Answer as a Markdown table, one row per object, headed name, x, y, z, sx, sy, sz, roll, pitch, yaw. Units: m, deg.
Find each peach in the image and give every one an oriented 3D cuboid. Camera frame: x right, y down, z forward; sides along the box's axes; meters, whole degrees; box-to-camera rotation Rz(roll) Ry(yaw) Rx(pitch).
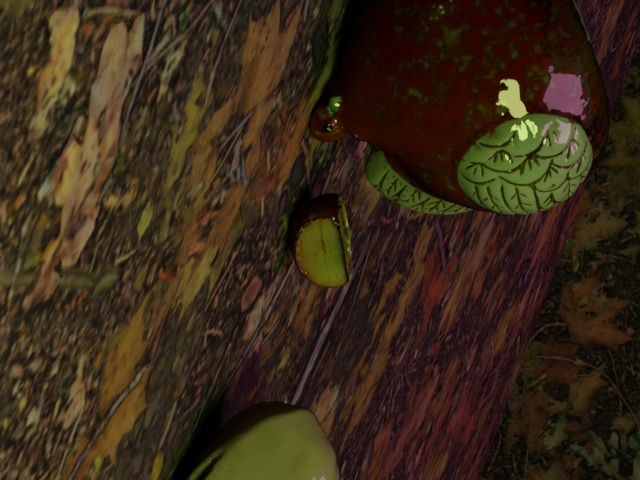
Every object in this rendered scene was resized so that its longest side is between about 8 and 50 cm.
| name | x | y | z | sx | sy | sz | roll | pitch | yaw |
| --- | --- | --- | --- | --- | --- | --- | --- | --- | --- |
| peach | 0.000 | 0.000 | 1.391 | 0.083 | 0.050 | 0.077 | 49 | 40 | -85 |

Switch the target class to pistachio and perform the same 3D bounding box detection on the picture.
| name | x | y | z | sx | sy | sz | roll | pitch | yaw |
| --- | --- | --- | --- | --- | --- | --- | --- | --- | --- |
| pistachio | -0.061 | 0.231 | 1.371 | 0.152 | 0.126 | 0.223 | 13 | 105 | -42 |

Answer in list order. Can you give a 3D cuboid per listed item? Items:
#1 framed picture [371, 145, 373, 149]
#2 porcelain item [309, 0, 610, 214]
| name | x | y | z | sx | sy | sz | roll | pitch | yaw |
| --- | --- | --- | --- | --- | --- | --- | --- | --- | --- |
| framed picture | 0.138 | -0.179 | 1.549 | 0.252 | 0.014 | 0.197 | -42 | 158 | -18 |
| porcelain item | 0.101 | -0.123 | 1.346 | 0.253 | 0.253 | 0.253 | 22 | 90 | -77 |
